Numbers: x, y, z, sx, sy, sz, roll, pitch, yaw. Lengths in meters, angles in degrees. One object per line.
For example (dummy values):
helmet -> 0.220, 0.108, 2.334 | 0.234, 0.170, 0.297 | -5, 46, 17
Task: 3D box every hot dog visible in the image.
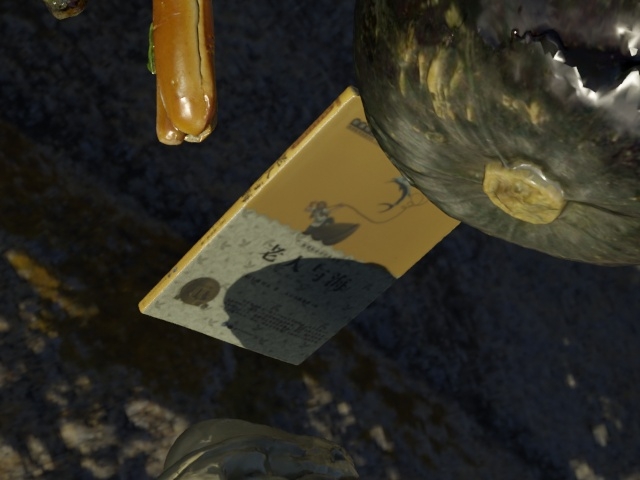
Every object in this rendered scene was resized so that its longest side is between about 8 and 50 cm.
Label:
hot dog -> -0.139, -0.216, 1.211 | 0.068, 0.100, 0.249 | -4, 79, -6

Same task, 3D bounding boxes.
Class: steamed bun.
steamed bun -> -0.037, 0.346, 1.228 | 0.352, 0.247, 0.339 | -15, 94, -70

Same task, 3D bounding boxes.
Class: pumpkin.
pumpkin -> 0.250, -0.172, 1.160 | 0.454, 0.454, 0.344 | 36, 66, -29

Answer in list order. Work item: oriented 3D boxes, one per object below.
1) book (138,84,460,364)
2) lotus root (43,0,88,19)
book -> 0.000, 0.000, 1.472 | 0.269, 0.389, 0.032 | 23, 33, -39
lotus root -> -0.257, -0.269, 1.050 | 0.192, 0.088, 0.113 | 57, 7, -39
